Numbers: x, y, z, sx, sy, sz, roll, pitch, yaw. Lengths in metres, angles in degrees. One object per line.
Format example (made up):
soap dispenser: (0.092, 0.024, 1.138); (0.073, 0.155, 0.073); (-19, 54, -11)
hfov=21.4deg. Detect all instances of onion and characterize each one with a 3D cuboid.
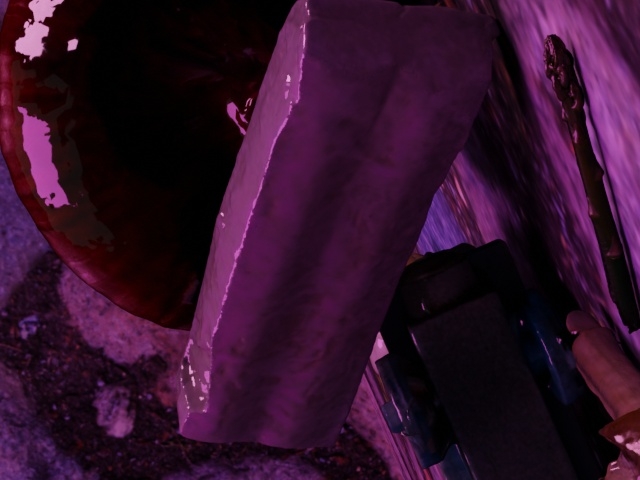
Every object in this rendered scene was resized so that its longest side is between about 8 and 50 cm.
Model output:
onion: (-0.044, -0.079, 0.961); (0.285, 0.273, 0.273); (9, 125, 65)

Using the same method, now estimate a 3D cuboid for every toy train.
toy train: (0.120, 0.140, 1.011); (0.194, 0.120, 0.298); (-103, -10, -83)

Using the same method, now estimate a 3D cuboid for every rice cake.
rice cake: (-0.002, 0.001, 0.890); (0.050, 0.106, 0.298); (-107, 28, -44)

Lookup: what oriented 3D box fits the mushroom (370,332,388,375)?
mushroom: (0.095, 0.101, 1.271); (0.278, 0.096, 0.099); (65, -179, -67)

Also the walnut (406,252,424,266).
walnut: (0.074, 0.052, 1.379); (0.092, 0.092, 0.092); (156, 90, -86)

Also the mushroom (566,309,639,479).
mushroom: (0.142, 0.083, 0.783); (0.060, 0.061, 0.187); (62, -178, -18)

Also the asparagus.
asparagus: (0.121, -0.021, 0.746); (0.016, 0.013, 0.166); (43, 159, 53)
